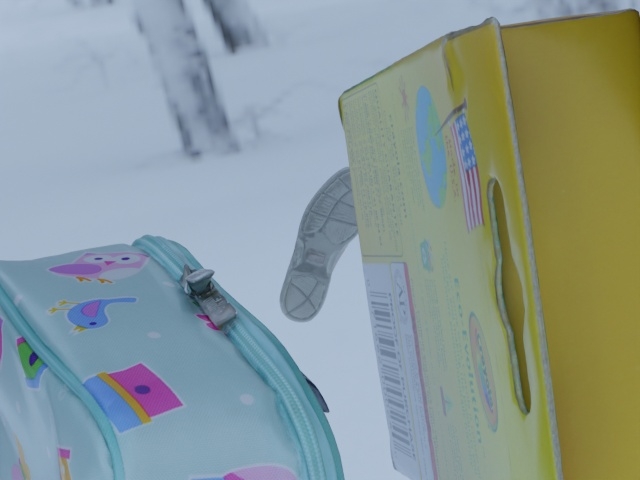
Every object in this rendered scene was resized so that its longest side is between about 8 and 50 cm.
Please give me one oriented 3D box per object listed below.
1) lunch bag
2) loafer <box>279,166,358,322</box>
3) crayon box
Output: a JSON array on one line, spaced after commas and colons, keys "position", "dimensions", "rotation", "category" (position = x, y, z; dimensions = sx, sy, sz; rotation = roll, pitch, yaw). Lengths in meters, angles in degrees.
[{"position": [-0.072, 0.140, 0.774], "dimensions": [0.108, 0.279, 0.224], "rotation": [-8, 24, -20], "category": "lunch bag"}, {"position": [0.000, 0.000, 1.394], "dimensions": [0.045, 0.125, 0.039], "rotation": [23, 6, -10], "category": "loafer"}, {"position": [0.083, 0.017, 0.789], "dimensions": [0.081, 0.202, 0.318], "rotation": [-9, 2, -8], "category": "crayon box"}]
